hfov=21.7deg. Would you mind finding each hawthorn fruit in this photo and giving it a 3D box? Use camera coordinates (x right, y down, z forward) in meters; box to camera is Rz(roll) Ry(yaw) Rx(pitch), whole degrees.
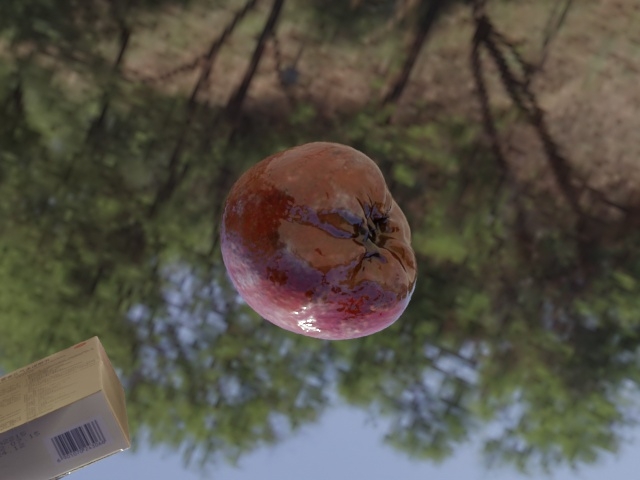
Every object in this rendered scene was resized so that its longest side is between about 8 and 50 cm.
[{"bbox_3d":[0.000,0.000,2.299,0.284,0.284,0.284,22,-170,-4],"label":"hawthorn fruit"}]

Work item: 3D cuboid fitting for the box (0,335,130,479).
[{"bbox_3d":[-0.356,0.228,2.098,0.168,0.212,0.095,-114,1,-65],"label":"box"}]
